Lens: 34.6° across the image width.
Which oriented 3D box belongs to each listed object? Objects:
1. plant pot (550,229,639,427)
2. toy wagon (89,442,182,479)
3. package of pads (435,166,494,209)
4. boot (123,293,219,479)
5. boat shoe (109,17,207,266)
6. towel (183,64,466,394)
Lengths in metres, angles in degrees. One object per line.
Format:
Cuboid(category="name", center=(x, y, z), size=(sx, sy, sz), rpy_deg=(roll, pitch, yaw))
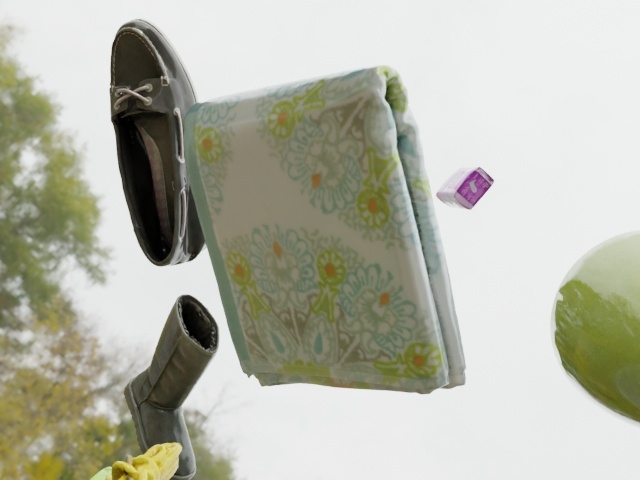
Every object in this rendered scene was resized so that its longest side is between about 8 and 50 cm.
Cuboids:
Cuboid(category="plant pot", center=(0.458, 0.143, 1.316), size=(0.275, 0.275, 0.293), rpy_deg=(39, 9, -4))
Cuboid(category="toy wagon", center=(-0.151, 0.263, 0.654), size=(0.068, 0.267, 0.344), rpy_deg=(19, -63, 13))
Cuboid(category="package of pads", center=(0.173, -0.063, 1.236), size=(0.032, 0.050, 0.083), rpy_deg=(41, -3, -10))
Cuboid(category="boot", center=(-0.187, 0.205, 1.410), size=(0.208, 0.076, 0.189), rpy_deg=(-48, -115, 33))
Cuboid(category="boat shoe", center=(-0.221, -0.127, 1.372), size=(0.112, 0.095, 0.335), rpy_deg=(-6, -77, 25))
Cuboid(category="towel", center=(0.000, 0.000, 1.201), size=(0.320, 0.090, 0.374), rpy_deg=(-4, -75, 41))
